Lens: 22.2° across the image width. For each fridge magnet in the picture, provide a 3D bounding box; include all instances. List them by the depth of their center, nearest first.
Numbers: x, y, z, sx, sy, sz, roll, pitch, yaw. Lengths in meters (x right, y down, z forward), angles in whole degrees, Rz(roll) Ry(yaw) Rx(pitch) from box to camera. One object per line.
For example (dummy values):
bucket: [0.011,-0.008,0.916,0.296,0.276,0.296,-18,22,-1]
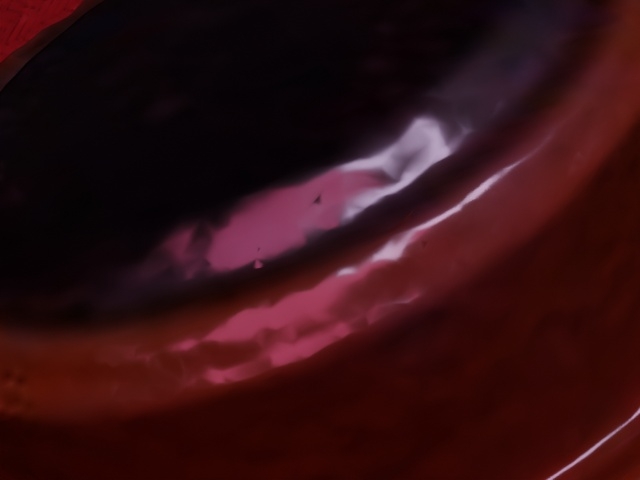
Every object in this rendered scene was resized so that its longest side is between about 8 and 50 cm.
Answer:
fridge magnet: [0.000,0.000,0.534,0.364,0.155,0.363,-19,32,12]
